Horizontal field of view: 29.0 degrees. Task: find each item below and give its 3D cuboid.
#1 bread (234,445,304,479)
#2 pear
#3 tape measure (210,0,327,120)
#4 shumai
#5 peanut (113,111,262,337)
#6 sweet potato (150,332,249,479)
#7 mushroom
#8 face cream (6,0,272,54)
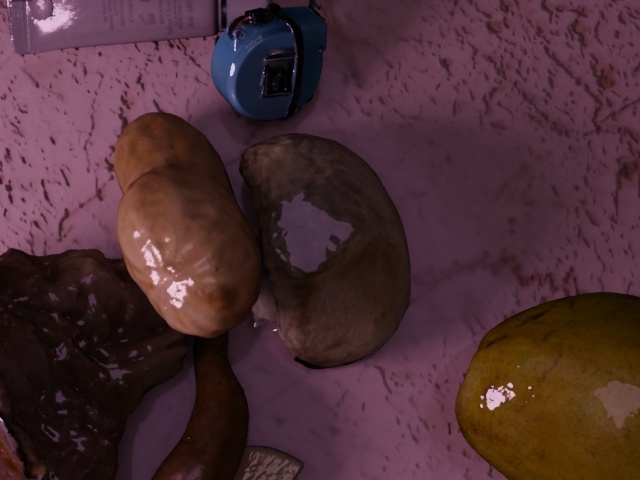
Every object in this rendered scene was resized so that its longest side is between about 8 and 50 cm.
[{"bbox_3d":[-0.112,0.305,1.378,0.112,0.036,0.193,29,77,11],"label":"bread"},{"bbox_3d":[0.303,0.182,1.322,0.307,0.253,0.253,13,78,12],"label":"pear"},{"bbox_3d":[-0.062,-0.206,1.433,0.125,0.146,0.081,-13,39,-28],"label":"tape measure"},{"bbox_3d":[-0.294,0.136,1.365,0.283,0.217,0.346,-36,96,-41],"label":"shumai"},{"bbox_3d":[-0.154,-0.030,1.338,0.147,0.148,0.319,-17,47,-6],"label":"peanut"},{"bbox_3d":[-0.138,0.227,1.347,0.108,0.079,0.346,9,67,26],"label":"sweet potato"},{"bbox_3d":[0.008,0.002,1.379,0.189,0.164,0.267,-4,79,-3],"label":"mushroom"},{"bbox_3d":[-0.213,-0.286,1.459,0.314,0.089,0.143,-1,120,-5],"label":"face cream"}]
